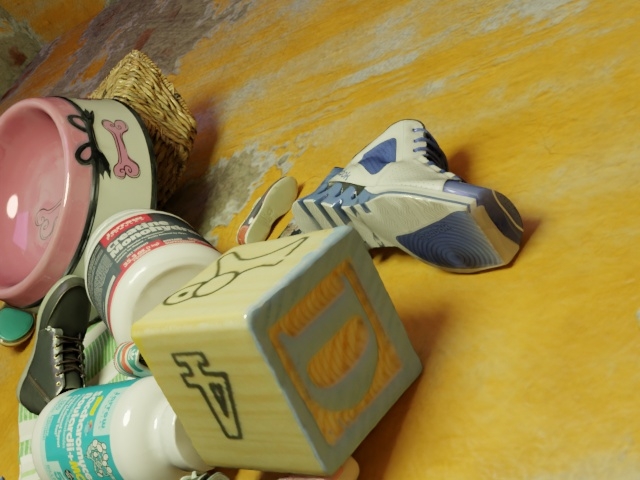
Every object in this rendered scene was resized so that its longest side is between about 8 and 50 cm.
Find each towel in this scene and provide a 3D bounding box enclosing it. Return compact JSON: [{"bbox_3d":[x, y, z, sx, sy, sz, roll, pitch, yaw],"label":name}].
[{"bbox_3d":[-0.384,0.255,1.397,0.248,0.038,0.325,-39,29,6],"label":"towel"}]

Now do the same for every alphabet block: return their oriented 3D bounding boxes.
[{"bbox_3d":[-0.045,0.117,0.956,0.197,0.193,0.192,-10,21,45],"label":"alphabet block"}]

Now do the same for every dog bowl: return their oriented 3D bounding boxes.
[{"bbox_3d":[-0.459,-0.061,1.521,0.408,0.150,0.408,-11,73,41],"label":"dog bowl"}]

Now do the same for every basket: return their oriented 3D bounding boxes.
[{"bbox_3d":[-0.379,-0.183,1.766,0.299,0.213,0.223,-41,29,29],"label":"basket"}]

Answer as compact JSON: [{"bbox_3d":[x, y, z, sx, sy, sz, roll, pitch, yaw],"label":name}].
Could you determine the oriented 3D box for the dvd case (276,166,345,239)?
[{"bbox_3d":[0.000,0.000,1.272,0.253,0.022,0.180,-52,31,-15],"label":"dvd case"}]

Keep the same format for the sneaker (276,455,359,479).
[{"bbox_3d":[-0.011,0.256,0.933,0.134,0.051,0.070,-29,12,44],"label":"sneaker"}]

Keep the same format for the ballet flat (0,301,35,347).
[{"bbox_3d":[-0.609,0.157,1.783,0.232,0.080,0.073,-101,34,-59],"label":"ballet flat"}]

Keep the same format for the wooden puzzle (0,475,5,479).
[{"bbox_3d":[-0.546,0.409,1.418,0.116,0.014,0.078,-43,30,1],"label":"wooden puzzle"}]

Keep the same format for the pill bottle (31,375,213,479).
[{"bbox_3d":[-0.231,0.245,1.110,0.264,0.146,0.146,-16,39,39],"label":"pill bottle"}]

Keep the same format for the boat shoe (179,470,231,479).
[{"bbox_3d":[-0.122,0.305,0.938,0.335,0.121,0.119,6,59,41],"label":"boat shoe"}]

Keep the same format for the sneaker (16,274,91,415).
[{"bbox_3d":[-0.382,0.169,1.366,0.118,0.083,0.222,17,90,47],"label":"sneaker"}]

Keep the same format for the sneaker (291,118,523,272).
[{"bbox_3d":[0.118,-0.073,1.107,0.315,0.127,0.182,6,51,48],"label":"sneaker"}]

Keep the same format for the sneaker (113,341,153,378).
[{"bbox_3d":[-0.180,0.161,1.150,0.075,0.161,0.057,-16,63,60],"label":"sneaker"}]

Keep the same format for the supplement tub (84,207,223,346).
[{"bbox_3d":[-0.235,0.065,1.303,0.191,0.191,0.272,-47,30,-6],"label":"supplement tub"}]

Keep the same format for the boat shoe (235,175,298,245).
[{"bbox_3d":[-0.086,-0.046,1.413,0.043,0.049,0.137,9,63,57],"label":"boat shoe"}]
